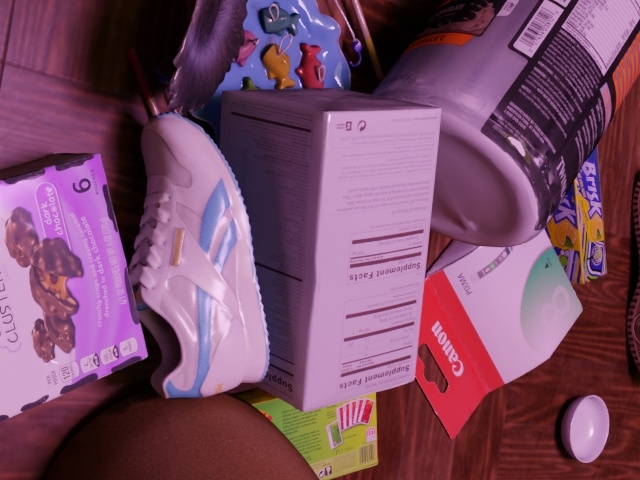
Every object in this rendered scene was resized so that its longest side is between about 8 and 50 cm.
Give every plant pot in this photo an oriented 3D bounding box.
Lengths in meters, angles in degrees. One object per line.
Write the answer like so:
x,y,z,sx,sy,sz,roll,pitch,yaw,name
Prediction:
-0.068,0.249,0.758,0.237,0.254,0.237,-3,97,-26,plant pot

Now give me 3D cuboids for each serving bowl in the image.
0.322,0.231,1.290,0.083,0.027,0.083,-4,96,-42,serving bowl

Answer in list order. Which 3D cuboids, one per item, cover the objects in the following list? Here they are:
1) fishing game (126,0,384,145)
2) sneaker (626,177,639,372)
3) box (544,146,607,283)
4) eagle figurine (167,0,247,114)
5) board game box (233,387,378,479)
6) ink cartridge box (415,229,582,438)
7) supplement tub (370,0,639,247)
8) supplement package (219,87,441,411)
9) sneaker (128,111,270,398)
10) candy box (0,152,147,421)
-0.039,-0.146,0.932,0.264,0.041,0.189,-31,113,-34,fishing game
0.488,0.049,1.380,0.153,0.099,0.282,1,90,-40,sneaker
0.292,-0.037,1.223,0.054,0.059,0.169,-18,105,-42,box
-0.071,-0.278,0.792,0.298,0.226,0.225,-40,164,-1,eagle figurine
-0.026,0.180,0.964,0.181,0.043,0.092,-7,98,-41,board game box
0.186,0.082,1.143,0.225,0.056,0.181,-49,122,-30,ink cartridge box
0.202,-0.175,1.034,0.338,0.207,0.207,-54,125,-26,supplement tub
0.000,0.000,0.890,0.134,0.139,0.244,-8,109,-41,supplement package
-0.109,0.011,0.824,0.092,0.087,0.229,-13,89,-29,sneaker
-0.238,0.040,0.745,0.196,0.070,0.165,-22,108,-39,candy box
